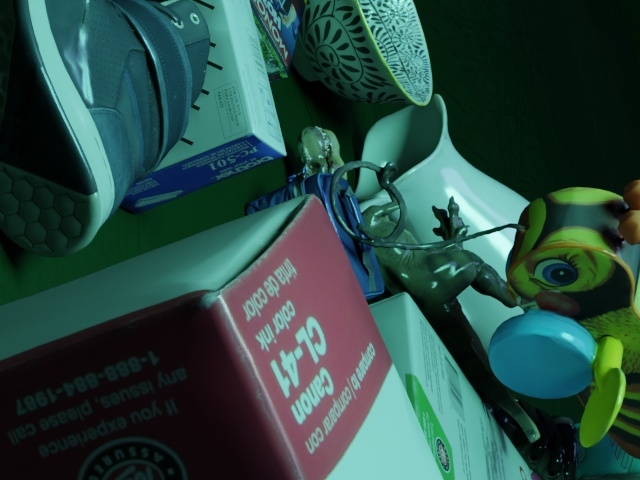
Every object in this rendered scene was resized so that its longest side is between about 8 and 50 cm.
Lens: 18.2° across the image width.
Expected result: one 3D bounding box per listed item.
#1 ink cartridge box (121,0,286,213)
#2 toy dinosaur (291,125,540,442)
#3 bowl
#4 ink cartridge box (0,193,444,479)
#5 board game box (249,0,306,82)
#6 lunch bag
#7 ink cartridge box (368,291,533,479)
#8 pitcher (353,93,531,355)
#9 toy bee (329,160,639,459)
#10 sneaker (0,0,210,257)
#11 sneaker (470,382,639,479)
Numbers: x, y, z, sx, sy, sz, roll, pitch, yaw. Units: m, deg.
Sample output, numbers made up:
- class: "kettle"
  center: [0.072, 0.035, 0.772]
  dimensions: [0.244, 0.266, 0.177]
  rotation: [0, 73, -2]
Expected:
- class: "ink cartridge box"
  center: [-0.091, -0.128, 1.115]
  dimensions: [0.046, 0.097, 0.207]
  rotation: [32, 41, -62]
- class: "toy dinosaur"
  center: [0.086, 0.023, 1.391]
  dimensions: [0.118, 0.064, 0.268]
  rotation: [-27, 69, -43]
- class: "bowl"
  center: [0.015, -0.167, 1.503]
  dimensions: [0.170, 0.080, 0.170]
  rotation: [55, 22, -36]
- class: "ink cartridge box"
  center: [-0.052, 0.168, 0.686]
  dimensions: [0.306, 0.226, 0.131]
  rotation: [66, 18, -8]
- class: "board game box"
  center: [-0.082, -0.196, 1.281]
  dimensions: [0.194, 0.060, 0.194]
  rotation: [61, 20, -24]
- class: "lunch bag"
  center: [0.000, 0.000, 1.296]
  dimensions: [0.098, 0.065, 0.067]
  rotation: [71, 17, 4]
- class: "ink cartridge box"
  center: [0.068, 0.160, 1.281]
  dimensions: [0.208, 0.087, 0.153]
  rotation: [54, 22, -39]
- class: "pitcher"
  center: [0.102, 0.018, 1.527]
  dimensions: [0.207, 0.125, 0.178]
  rotation: [51, 44, -20]
- class: "toy bee"
  center: [0.172, 0.037, 1.271]
  dimensions: [0.298, 0.162, 0.195]
  rotation: [19, 57, -38]
- class: "sneaker"
  center: [-0.132, -0.125, 0.980]
  dimensions: [0.163, 0.086, 0.226]
  rotation: [-48, 126, -59]
- class: "sneaker"
  center: [0.166, 0.146, 1.439]
  dimensions: [0.295, 0.178, 0.124]
  rotation: [61, 19, -24]
